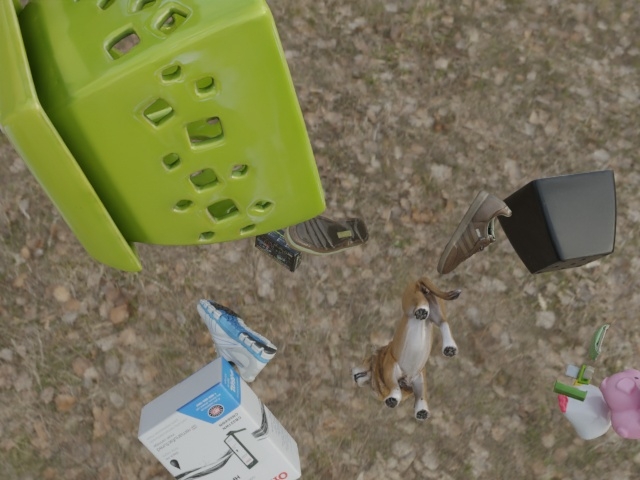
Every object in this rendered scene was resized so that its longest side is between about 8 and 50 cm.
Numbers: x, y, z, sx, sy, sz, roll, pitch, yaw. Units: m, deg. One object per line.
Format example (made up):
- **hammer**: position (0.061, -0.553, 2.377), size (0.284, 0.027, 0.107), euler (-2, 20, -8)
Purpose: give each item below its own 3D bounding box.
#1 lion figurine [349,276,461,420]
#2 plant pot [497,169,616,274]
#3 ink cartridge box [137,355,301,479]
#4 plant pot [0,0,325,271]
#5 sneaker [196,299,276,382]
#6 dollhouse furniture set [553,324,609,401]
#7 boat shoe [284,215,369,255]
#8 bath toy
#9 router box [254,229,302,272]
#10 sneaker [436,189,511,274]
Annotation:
- **lion figurine**: position (0.189, 0.202, 1.563), size (0.142, 0.392, 0.240), euler (19, 27, -10)
- **plant pot**: position (0.497, -0.030, 1.559), size (0.187, 0.188, 0.167), euler (-8, 76, -16)
- **ink cartridge box**: position (-0.144, 0.295, 1.108), size (0.148, 0.203, 0.086), euler (-35, 21, 5)
- **plant pot**: position (-0.146, -0.122, 0.640), size (0.207, 0.228, 0.227), euler (-24, 50, -7)
- **sneaker**: position (-0.157, 0.166, 1.255), size (0.191, 0.071, 0.083), euler (36, 100, 42)
- **dollhouse furniture set**: position (0.493, 0.225, 1.435), size (0.059, 0.076, 0.151), euler (19, 73, 19)
- **boat shoe**: position (0.000, 0.000, 1.280), size (0.190, 0.072, 0.068), euler (2, 70, -48)
- **bath toy**: position (0.594, 0.308, 1.430), size (0.129, 0.348, 0.151), euler (27, 67, -24)
- **router box**: position (-0.101, 0.013, 1.833), size (0.122, 0.092, 0.038), euler (35, 61, 12)
- **sneaker**: position (0.276, 0.000, 1.372), size (0.071, 0.188, 0.066), euler (31, 36, 10)
